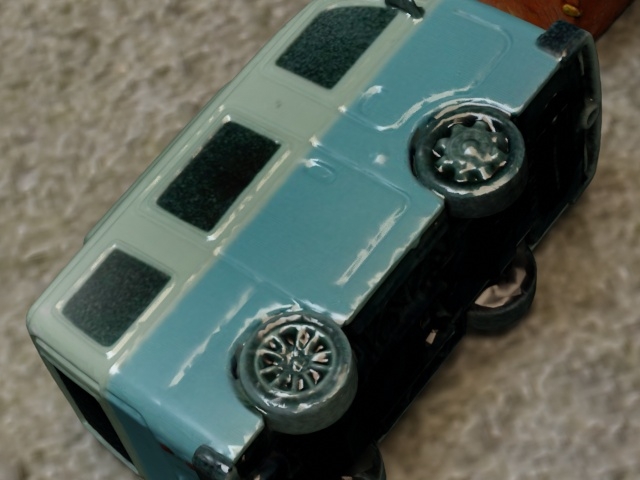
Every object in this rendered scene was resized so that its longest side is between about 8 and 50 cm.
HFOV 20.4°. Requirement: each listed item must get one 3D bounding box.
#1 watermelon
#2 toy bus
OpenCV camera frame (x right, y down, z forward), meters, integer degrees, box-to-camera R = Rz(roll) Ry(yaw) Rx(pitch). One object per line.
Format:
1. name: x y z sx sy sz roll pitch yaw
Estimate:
1. watermelon: 0.128 -0.138 0.933 0.125 0.135 0.094 3 95 3
2. toy bus: 0.000 0.000 0.829 0.164 0.133 0.271 31 68 25
